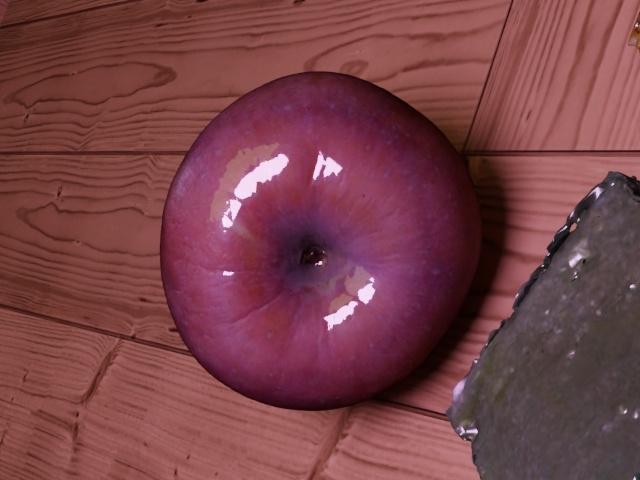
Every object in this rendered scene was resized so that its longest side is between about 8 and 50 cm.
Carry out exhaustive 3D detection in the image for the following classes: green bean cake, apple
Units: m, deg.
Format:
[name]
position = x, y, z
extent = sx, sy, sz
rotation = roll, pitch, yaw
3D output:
[green bean cake]
position = 0.224, 0.108, 1.011
extent = 0.255, 0.132, 0.241
rotation = -60, 32, 14
[apple]
position = 0.000, 0.000, 1.286
extent = 0.306, 0.305, 0.235
rotation = -58, 7, 13

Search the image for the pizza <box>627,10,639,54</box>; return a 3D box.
[pizza]
position = 0.340, -0.189, 1.093
extent = 0.251, 0.074, 0.288
rotation = -38, 40, 42
